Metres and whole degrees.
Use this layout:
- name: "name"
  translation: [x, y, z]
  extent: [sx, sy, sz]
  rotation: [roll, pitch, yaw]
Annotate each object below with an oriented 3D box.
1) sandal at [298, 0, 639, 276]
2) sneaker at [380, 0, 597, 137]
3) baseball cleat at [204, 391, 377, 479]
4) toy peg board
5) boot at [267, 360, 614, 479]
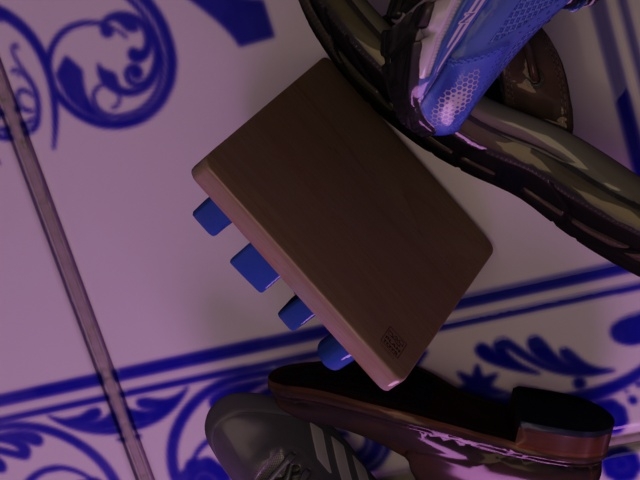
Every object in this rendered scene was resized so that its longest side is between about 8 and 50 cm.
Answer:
- name: "sandal"
  translation: [0.112, -0.079, 0.798]
  extent: [0.303, 0.120, 0.086]
  rotation: [33, 86, -1]
- name: "sneaker"
  translation: [0.165, -0.169, 0.696]
  extent: [0.147, 0.130, 0.330]
  rotation: [44, 89, -11]
- name: "baseball cleat"
  translation: [0.010, 0.176, 0.895]
  extent: [0.206, 0.109, 0.072]
  rotation: [37, 99, -5]
- name: "toy peg board"
  translation: [0.000, 0.000, 0.821]
  extent: [0.161, 0.160, 0.079]
  rotation: [48, 128, -5]
- name: "boot"
  translation: [0.068, 0.143, 0.885]
  extent: [0.219, 0.082, 0.106]
  rotation: [10, 107, 9]
